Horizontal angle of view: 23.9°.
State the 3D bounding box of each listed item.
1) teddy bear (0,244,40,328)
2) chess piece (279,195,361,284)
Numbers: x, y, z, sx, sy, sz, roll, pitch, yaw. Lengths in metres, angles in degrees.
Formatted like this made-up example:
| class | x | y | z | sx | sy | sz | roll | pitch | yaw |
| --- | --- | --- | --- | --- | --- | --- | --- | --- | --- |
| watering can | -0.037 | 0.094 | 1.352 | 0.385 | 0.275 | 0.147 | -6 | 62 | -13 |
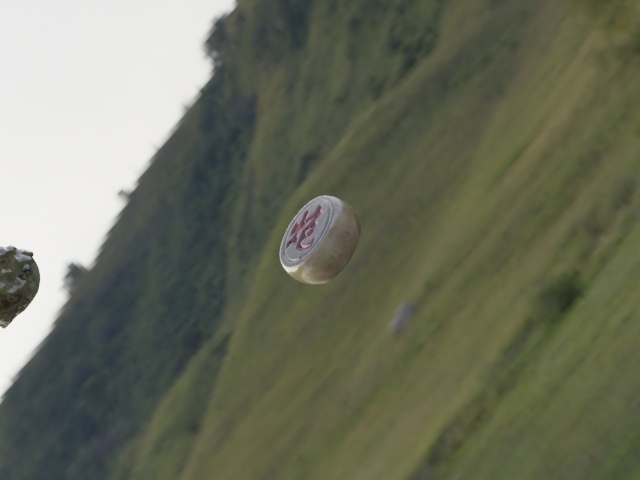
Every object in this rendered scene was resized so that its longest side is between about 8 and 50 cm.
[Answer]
| class | x | y | z | sx | sy | sz | roll | pitch | yaw |
| --- | --- | --- | --- | --- | --- | --- | --- | --- | --- |
| teddy bear | -0.412 | 0.078 | 1.333 | 0.256 | 0.156 | 0.267 | -32 | 6 | 36 |
| chess piece | 0.000 | 0.000 | 1.366 | 0.083 | 0.038 | 0.084 | -42 | 28 | 29 |
